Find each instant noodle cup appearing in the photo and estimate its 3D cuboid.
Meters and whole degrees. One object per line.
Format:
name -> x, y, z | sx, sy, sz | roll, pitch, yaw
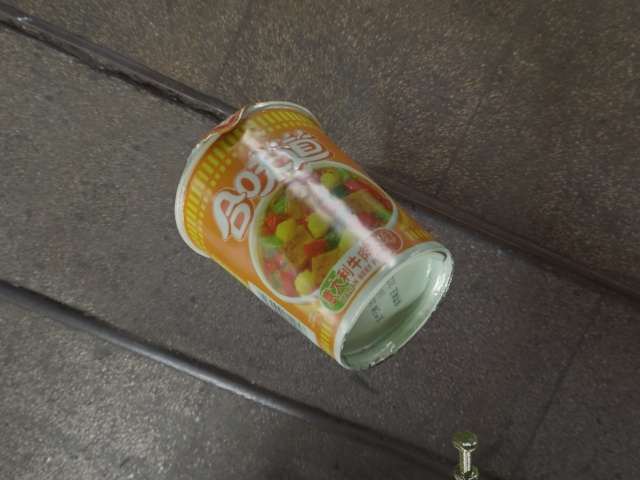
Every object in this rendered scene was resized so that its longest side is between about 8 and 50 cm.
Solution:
instant noodle cup -> 0.000, 0.000, 0.467 | 0.185, 0.168, 0.168 | 41, 94, 32

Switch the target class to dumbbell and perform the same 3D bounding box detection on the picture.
dumbbell -> 0.292, 0.436, 1.167 | 0.046, 0.052, 0.118 | -31, 125, -34
